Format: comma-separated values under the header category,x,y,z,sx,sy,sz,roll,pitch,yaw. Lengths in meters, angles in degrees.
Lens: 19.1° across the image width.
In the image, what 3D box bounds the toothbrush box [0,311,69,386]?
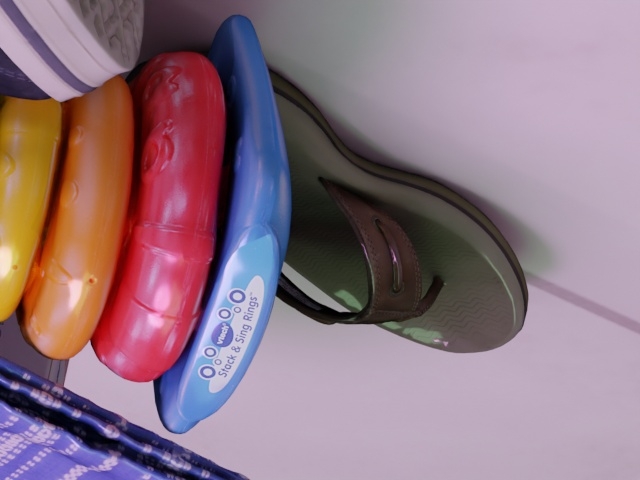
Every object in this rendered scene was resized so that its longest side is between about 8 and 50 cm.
category,x,y,z,sx,sy,sz,roll,pitch,yaw
toothbrush box,-0.297,0.072,1.131,0.283,0.206,0.122,6,131,-3

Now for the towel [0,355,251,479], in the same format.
category,x,y,z,sx,sy,sz,roll,pitch,yaw
towel,-0.179,0.132,0.977,0.336,0.040,0.243,29,143,-21

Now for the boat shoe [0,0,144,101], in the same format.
category,x,y,z,sx,sy,sz,roll,pitch,yaw
boat shoe,-0.204,-0.194,0.667,0.156,0.187,0.500,-5,156,12

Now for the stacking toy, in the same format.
category,x,y,z,sx,sy,sz,roll,pitch,yaw
stacking toy,-0.173,-0.029,0.892,0.302,0.166,0.175,11,125,-17

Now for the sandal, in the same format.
category,x,y,z,sx,sy,sz,roll,pitch,yaw
sandal,-0.002,0.000,1.085,0.120,0.086,0.303,-24,138,37
